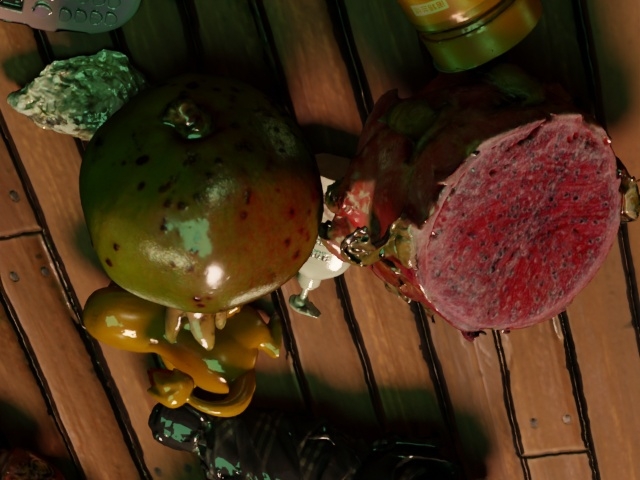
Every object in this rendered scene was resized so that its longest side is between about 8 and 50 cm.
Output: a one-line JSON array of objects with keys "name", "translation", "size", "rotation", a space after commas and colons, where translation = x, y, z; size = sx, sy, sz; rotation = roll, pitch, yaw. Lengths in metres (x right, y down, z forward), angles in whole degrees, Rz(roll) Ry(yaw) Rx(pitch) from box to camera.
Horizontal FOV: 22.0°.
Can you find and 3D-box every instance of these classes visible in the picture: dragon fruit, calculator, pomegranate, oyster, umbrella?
[{"name": "dragon fruit", "translation": [0.110, -0.041, 1.286], "size": [0.282, 0.147, 0.211], "rotation": [-8, 119, -29]}, {"name": "calculator", "translation": [-0.223, -0.216, 1.315], "size": [0.166, 0.024, 0.103], "rotation": [14, 126, -4]}, {"name": "pomegranate", "translation": [-0.101, -0.011, 1.326], "size": [0.198, 0.198, 0.246], "rotation": [15, 109, -2]}, {"name": "oyster", "translation": [-0.196, -0.119, 1.368], "size": [0.098, 0.037, 0.100], "rotation": [37, 121, -17]}, {"name": "umbrella", "translation": [0.002, 0.236, 1.541], "size": [0.337, 0.128, 0.154], "rotation": [13, 110, 7]}]

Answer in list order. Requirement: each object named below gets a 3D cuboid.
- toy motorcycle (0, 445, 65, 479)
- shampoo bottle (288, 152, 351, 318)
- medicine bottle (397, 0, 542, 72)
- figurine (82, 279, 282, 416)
[{"name": "toy motorcycle", "translation": [-0.412, 0.266, 1.608], "size": [0.401, 0.134, 0.207], "rotation": [-7, 123, 11]}, {"name": "shampoo bottle", "translation": [0.000, 0.000, 1.417], "size": [0.077, 0.045, 0.152], "rotation": [18, 126, -5]}, {"name": "medicine bottle", "translation": [0.081, -0.228, 1.218], "size": [0.096, 0.096, 0.192], "rotation": [-22, 119, 21]}, {"name": "figurine", "translation": [-0.130, 0.098, 1.456], "size": [0.176, 0.122, 0.121], "rotation": [24, 127, -9]}]
